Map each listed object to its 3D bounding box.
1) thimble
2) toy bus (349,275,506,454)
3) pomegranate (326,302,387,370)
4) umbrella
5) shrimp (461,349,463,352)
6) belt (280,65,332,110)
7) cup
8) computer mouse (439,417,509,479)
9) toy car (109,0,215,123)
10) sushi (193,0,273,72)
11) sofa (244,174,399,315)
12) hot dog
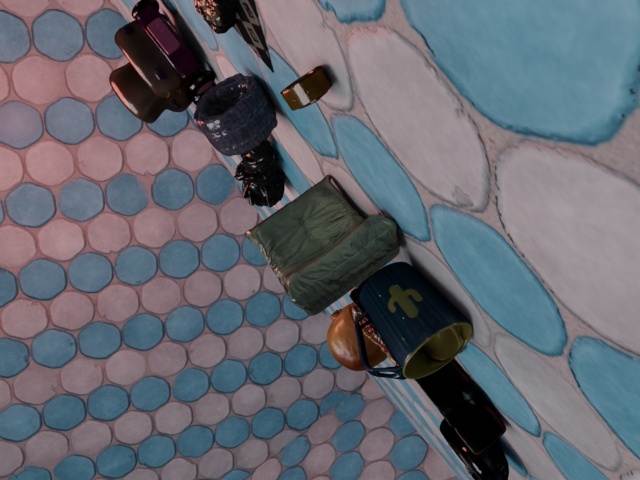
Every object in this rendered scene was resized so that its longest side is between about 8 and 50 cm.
[{"bbox_3d":[-0.163,-0.242,1.093,0.150,0.150,0.098,45,174,49],"label":"thimble"},{"bbox_3d":[0.215,0.247,1.174,0.409,0.093,0.092,52,180,21],"label":"toy bus"},{"bbox_3d":[0.110,0.255,1.526,0.191,0.191,0.191,52,172,10],"label":"pomegranate"},{"bbox_3d":[-0.154,-0.167,1.468,0.154,0.128,0.336,56,169,-1],"label":"umbrella"},{"bbox_3d":[0.189,0.148,1.062,0.150,0.051,0.217,50,172,-35],"label":"shrimp"},{"bbox_3d":[-0.017,-0.196,0.732,0.036,0.059,0.083,55,161,-18],"label":"belt"},{"bbox_3d":[0.130,0.136,0.919,0.155,0.176,0.131,56,177,37],"label":"cup"},{"bbox_3d":[0.362,0.479,1.303,0.137,0.096,0.233,61,175,-15],"label":"computer mouse"},{"bbox_3d":[-0.446,-0.454,1.508,0.271,0.240,0.340,52,175,-3],"label":"toy car"},{"bbox_3d":[-0.174,-0.387,0.878,0.231,0.047,0.220,51,172,19],"label":"sushi"},{"bbox_3d":[0.000,0.000,0.970,0.176,0.210,0.225,56,176,-4],"label":"sofa"},{"bbox_3d":[0.161,0.218,1.353,0.253,0.069,0.131,45,141,35],"label":"hot dog"}]
